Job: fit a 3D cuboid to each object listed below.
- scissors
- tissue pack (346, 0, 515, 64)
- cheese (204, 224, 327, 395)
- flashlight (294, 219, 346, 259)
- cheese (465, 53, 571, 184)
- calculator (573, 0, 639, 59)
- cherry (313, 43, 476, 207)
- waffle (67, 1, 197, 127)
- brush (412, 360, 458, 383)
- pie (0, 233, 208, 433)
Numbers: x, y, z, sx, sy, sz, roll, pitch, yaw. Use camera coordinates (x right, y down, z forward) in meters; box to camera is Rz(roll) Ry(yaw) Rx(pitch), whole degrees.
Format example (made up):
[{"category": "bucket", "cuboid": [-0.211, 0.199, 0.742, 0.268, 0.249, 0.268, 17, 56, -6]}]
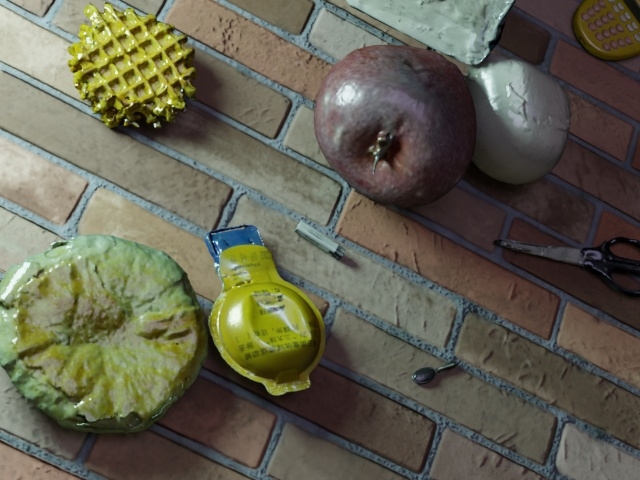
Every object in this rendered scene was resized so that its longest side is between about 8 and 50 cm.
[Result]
[{"category": "scissors", "cuboid": [0.424, 0.026, 2.006, 0.299, 0.022, 0.109, 11, 59, -16]}, {"category": "tissue pack", "cuboid": [0.220, -0.517, 1.988, 0.264, 0.253, 0.417, 23, 41, -5]}, {"category": "cheese", "cuboid": [-0.085, 0.096, 1.743, 0.176, 0.069, 0.270, -11, 66, -27]}, {"category": "flashlight", "cuboid": [0.000, 0.000, 1.850, 0.083, 0.018, 0.018, 33, 59, -4]}, {"category": "cheese", "cuboid": [0.314, -0.189, 1.982, 0.198, 0.154, 0.189, 22, 59, -32]}, {"category": "calculator", "cuboid": [0.567, -0.413, 2.261, 0.234, 0.032, 0.146, -27, 79, -28]}, {"category": "cherry", "cuboid": [0.121, -0.188, 1.874, 0.261, 0.221, 0.307, 40, 47, -6]}, {"category": "waffle", "cuboid": [-0.284, -0.258, 1.832, 0.193, 0.070, 0.197, 1, 69, -21]}, {"category": "brush", "cuboid": [0.175, 0.198, 1.833, 0.083, 0.008, 0.024, -16, 70, -27]}, {"category": "pie", "cuboid": [-0.293, 0.125, 1.646, 0.306, 0.071, 0.307, 8, 67, -19]}]
